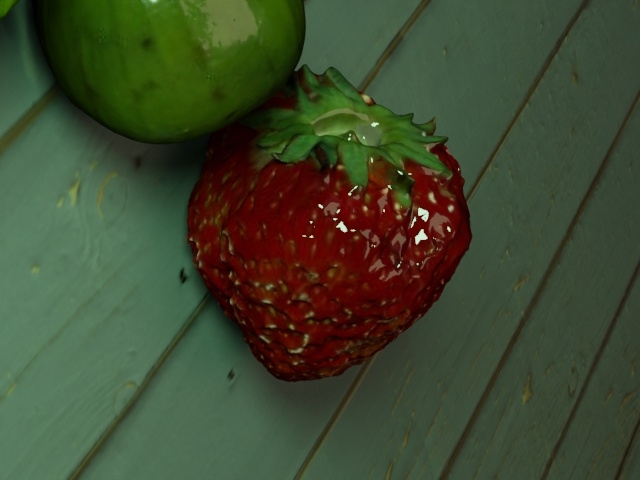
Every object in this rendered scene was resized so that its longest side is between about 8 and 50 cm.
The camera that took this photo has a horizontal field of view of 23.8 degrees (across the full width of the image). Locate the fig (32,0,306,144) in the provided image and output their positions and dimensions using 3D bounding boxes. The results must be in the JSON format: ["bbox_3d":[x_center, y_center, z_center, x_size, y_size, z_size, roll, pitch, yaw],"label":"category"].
[{"bbox_3d":[-0.119,-0.191,1.124,0.203,0.203,0.225,-60,149,-37],"label":"fig"}]

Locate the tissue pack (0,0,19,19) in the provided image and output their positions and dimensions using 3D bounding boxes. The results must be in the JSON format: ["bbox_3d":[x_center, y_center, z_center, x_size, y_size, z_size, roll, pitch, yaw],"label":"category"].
[{"bbox_3d":[-0.284,-0.239,0.852,0.200,0.167,0.275,-57,139,-40],"label":"tissue pack"}]

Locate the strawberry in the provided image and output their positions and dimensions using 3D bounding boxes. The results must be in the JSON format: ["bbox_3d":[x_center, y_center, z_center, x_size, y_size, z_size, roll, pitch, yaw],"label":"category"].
[{"bbox_3d":[0.000,0.000,1.350,0.257,0.257,0.277,-43,163,-50],"label":"strawberry"}]
